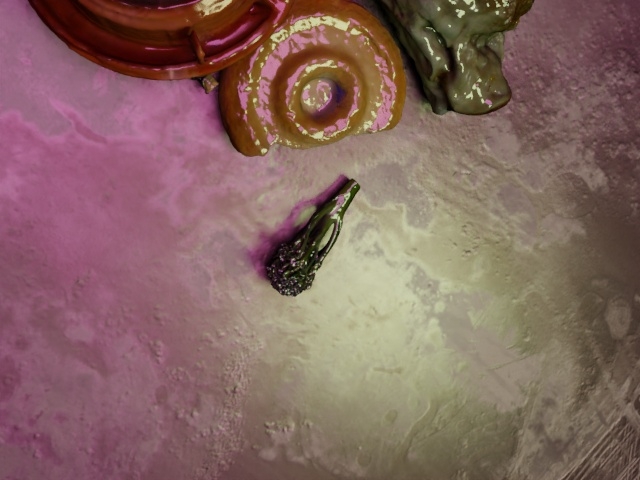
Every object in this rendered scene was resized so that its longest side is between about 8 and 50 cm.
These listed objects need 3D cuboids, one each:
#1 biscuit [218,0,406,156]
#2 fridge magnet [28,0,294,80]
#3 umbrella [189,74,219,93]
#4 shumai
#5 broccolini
[{"bbox_3d":[-0.013,-0.232,1.093,0.274,0.091,0.213,-18,108,-12],"label":"biscuit"},{"bbox_3d":[-0.192,-0.376,0.951,0.364,0.155,0.363,0,87,-6],"label":"fridge magnet"},{"bbox_3d":[-0.187,-0.258,1.045,0.040,0.037,0.144,-44,100,-23],"label":"umbrella"},{"bbox_3d":[0.166,-0.282,1.082,0.272,0.222,0.203,13,101,-29],"label":"shumai"},{"bbox_3d":[-0.010,-0.006,1.171,0.091,0.068,0.202,46,69,-34],"label":"broccolini"}]
